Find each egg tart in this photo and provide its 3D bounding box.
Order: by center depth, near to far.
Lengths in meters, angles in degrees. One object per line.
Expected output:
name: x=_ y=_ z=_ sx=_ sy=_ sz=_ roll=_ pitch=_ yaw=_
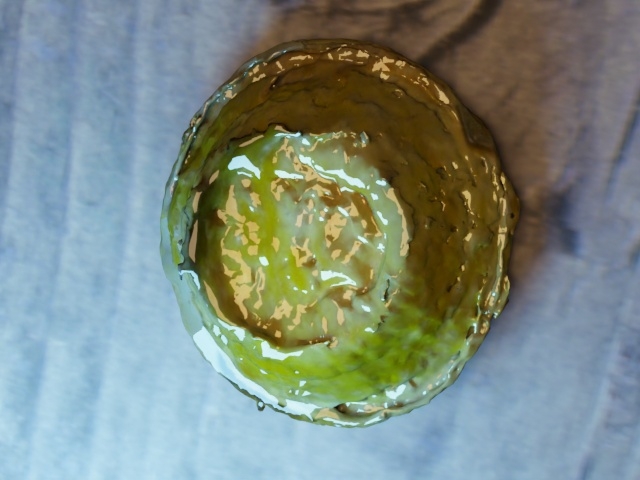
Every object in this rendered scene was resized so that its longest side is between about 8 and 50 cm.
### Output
egg tart: x=0.000 y=0.000 z=1.626 sx=0.345 sy=0.132 sz=0.345 roll=2 pitch=98 yaw=18
